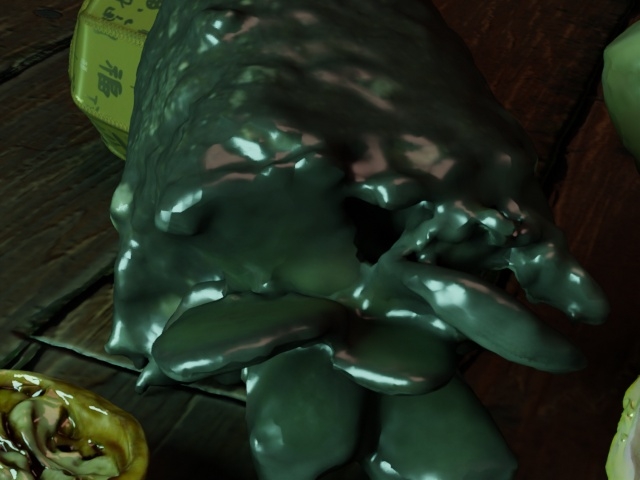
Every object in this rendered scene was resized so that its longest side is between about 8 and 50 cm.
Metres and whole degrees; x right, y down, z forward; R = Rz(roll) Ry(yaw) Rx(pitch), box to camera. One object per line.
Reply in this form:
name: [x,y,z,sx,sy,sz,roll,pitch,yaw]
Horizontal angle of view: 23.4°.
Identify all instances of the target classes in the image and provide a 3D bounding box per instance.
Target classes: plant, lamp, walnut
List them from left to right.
walnut: [-0.123,0.097,0.623,0.121,0.052,0.091,26,29,37]
lamp: [-0.060,-0.108,1.000,0.185,0.161,0.161,22,26,21]
plant: [0.000,0.000,0.732,0.199,0.188,0.276,8,42,-20]

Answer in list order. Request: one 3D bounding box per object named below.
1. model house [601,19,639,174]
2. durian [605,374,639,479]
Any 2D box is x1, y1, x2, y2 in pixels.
model house: [0.398,-0.059,0.822,0.382,0.342,0.335,-35,9,-33]
durian: [0.248,0.115,0.625,0.196,0.185,0.305,30,8,-23]
